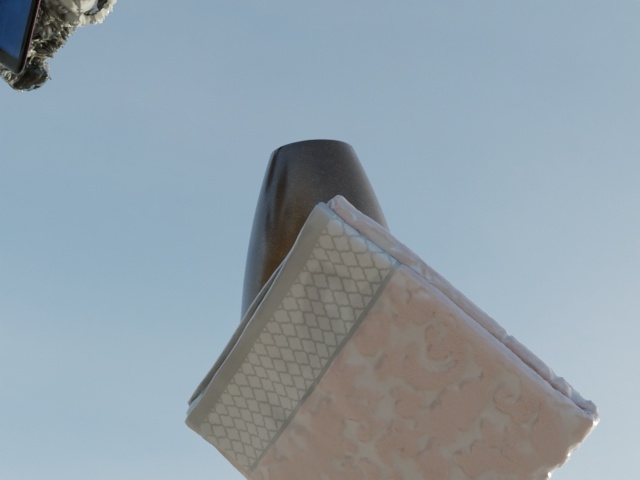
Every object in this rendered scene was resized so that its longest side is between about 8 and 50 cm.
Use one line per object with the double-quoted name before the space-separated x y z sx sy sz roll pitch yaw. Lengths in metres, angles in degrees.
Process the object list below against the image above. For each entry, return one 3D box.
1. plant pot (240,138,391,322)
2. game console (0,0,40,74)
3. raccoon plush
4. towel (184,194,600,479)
"plant pot" 0.000 0.000 1.202 0.215 0.231 0.215 -4 -13 -1
"game console" -0.359 -0.266 1.026 0.124 0.085 0.144 14 -73 -17
"raccoon plush" -0.505 -0.460 1.608 0.446 0.299 0.216 42 -7 30
"towel" 0.044 0.171 0.926 0.317 0.053 0.332 41 -58 13
